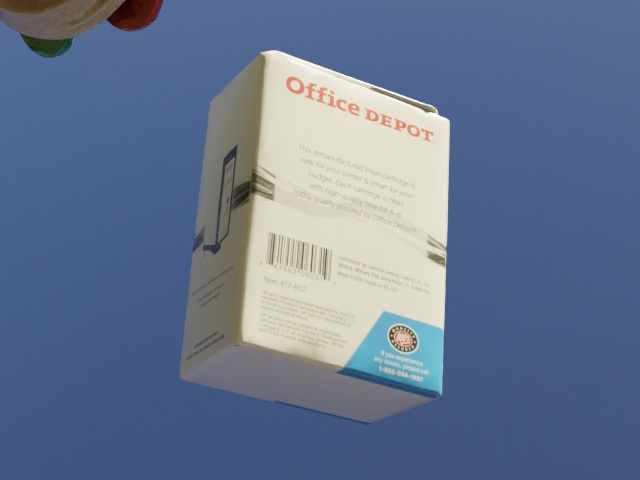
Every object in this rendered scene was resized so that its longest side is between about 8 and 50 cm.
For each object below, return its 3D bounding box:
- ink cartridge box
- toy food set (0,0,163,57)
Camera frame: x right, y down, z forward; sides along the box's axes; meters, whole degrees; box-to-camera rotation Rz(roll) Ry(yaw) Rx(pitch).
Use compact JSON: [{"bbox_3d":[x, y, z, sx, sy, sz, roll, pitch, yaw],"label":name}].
[{"bbox_3d":[0.000,0.000,0.830,0.086,0.148,0.203,-34,-135,52],"label":"ink cartridge box"},{"bbox_3d":[-0.061,-0.087,0.307,0.082,0.020,0.083,38,-66,31],"label":"toy food set"}]
